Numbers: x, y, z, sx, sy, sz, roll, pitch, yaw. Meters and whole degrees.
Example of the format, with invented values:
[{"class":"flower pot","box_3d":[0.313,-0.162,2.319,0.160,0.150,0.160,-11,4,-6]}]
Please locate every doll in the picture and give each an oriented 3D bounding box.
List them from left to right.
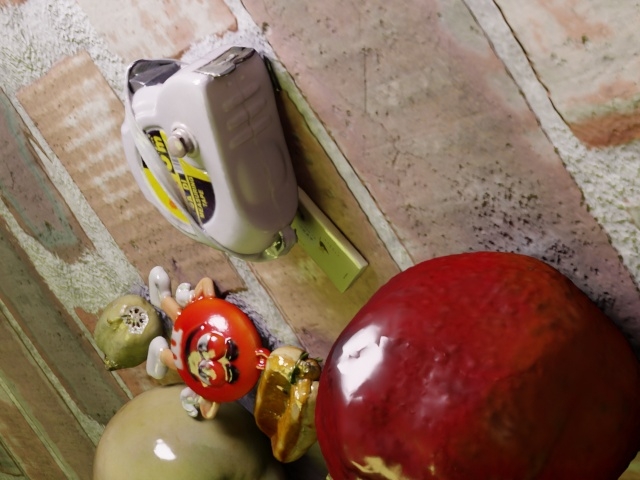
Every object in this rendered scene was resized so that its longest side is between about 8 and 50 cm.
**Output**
[{"class":"doll","box_3d":[-0.147,0.138,1.886,0.217,0.085,0.183,22,115,41]}]

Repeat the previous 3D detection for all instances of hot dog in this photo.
[{"class":"hot dog","box_3d":[-0.027,0.193,1.807,0.104,0.076,0.250,56,157,19]}]

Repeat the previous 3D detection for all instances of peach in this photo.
[{"class":"peach","box_3d":[-0.170,0.327,2.032,0.292,0.247,0.292,40,179,1]}]

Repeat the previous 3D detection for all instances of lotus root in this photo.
[{"class":"lotus root","box_3d":[-0.270,0.131,2.115,0.090,0.077,0.183,54,152,11]}]

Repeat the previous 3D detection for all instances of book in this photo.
[{"class":"book","box_3d":[0.000,0.000,1.578,0.111,0.014,0.077,48,154,7]}]

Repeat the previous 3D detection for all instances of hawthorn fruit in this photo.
[{"class":"hawthorn fruit","box_3d":[0.112,0.156,1.267,0.265,0.307,0.265,31,142,28]}]

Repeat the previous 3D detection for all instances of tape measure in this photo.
[{"class":"tape measure","box_3d":[-0.117,-0.088,1.531,0.197,0.120,0.236,15,132,43]}]

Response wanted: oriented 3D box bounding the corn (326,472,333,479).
[{"class":"corn","box_3d":[0.085,0.350,1.831,0.207,0.068,0.068,39,152,22]}]
